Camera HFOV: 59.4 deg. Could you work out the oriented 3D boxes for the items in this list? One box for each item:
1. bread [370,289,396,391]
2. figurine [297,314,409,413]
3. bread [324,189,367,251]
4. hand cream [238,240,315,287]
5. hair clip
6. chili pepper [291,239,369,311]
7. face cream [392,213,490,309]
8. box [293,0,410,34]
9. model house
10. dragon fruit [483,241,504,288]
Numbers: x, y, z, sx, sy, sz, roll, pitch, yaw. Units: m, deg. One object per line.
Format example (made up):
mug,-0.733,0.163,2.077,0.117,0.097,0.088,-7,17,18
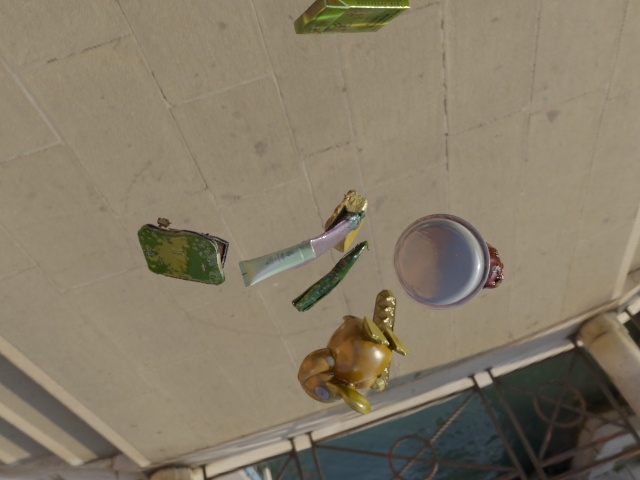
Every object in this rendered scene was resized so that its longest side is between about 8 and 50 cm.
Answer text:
bread,0.205,0.326,1.871,0.077,0.367,0.084,-18,136,33
figurine,0.067,0.284,1.305,0.215,0.215,0.228,34,82,-41
bread,0.099,-0.073,2.237,0.185,0.114,0.275,-58,174,-12
hand cream,-0.114,0.057,1.495,0.205,0.078,0.050,-20,159,1
hair clip,0.000,0.001,1.873,0.358,0.110,0.095,-39,98,-24
chili pepper,0.047,0.133,2.041,0.359,0.076,0.085,-42,132,8
face cream,0.151,0.027,0.696,0.117,0.117,0.104,-36,166,15
box,0.093,-0.665,1.654,0.311,0.043,0.173,-15,-179,-33
model house,-0.426,0.011,1.850,0.294,0.154,0.207,9,127,19
dragon fruit,0.426,0.033,1.609,0.125,0.246,0.125,-29,154,-4
